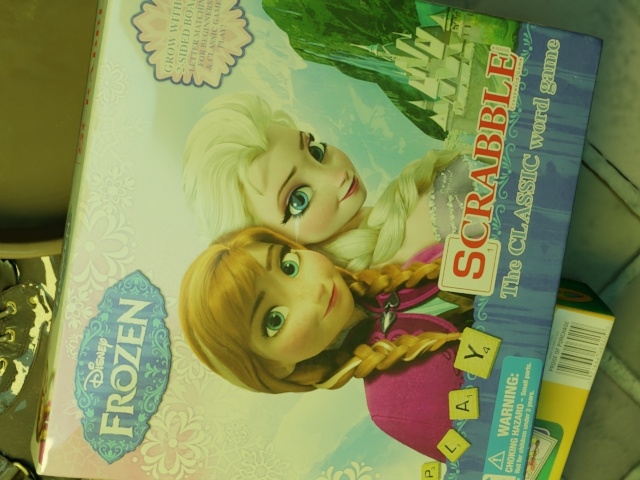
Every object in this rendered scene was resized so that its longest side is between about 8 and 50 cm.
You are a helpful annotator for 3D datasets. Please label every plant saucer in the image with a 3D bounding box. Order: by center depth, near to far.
[{"bbox_3d":[-0.200,-0.123,0.795,0.278,0.041,0.277,3,81,-19],"label":"plant saucer"}]

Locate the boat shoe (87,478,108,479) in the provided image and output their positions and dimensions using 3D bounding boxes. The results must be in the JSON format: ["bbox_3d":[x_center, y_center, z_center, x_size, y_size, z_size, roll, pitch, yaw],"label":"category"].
[{"bbox_3d":[-0.170,0.232,0.939,0.072,0.068,0.190,16,92,4],"label":"boat shoe"}]

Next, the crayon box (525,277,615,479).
[{"bbox_3d":[0.092,0.153,0.926,0.165,0.081,0.278,14,103,-8],"label":"crayon box"}]

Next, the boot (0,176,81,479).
[{"bbox_3d":[-0.231,0.096,0.847,0.229,0.091,0.263,-44,105,-10],"label":"boot"}]

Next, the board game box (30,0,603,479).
[{"bbox_3d":[0.000,0.000,0.781,0.318,0.066,0.318,7,94,-17],"label":"board game box"}]
